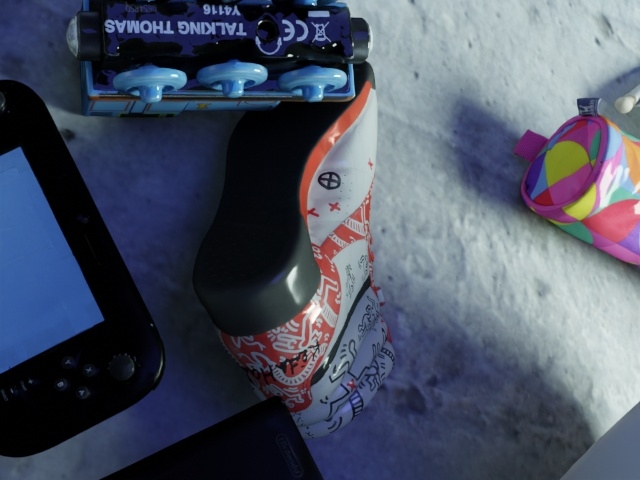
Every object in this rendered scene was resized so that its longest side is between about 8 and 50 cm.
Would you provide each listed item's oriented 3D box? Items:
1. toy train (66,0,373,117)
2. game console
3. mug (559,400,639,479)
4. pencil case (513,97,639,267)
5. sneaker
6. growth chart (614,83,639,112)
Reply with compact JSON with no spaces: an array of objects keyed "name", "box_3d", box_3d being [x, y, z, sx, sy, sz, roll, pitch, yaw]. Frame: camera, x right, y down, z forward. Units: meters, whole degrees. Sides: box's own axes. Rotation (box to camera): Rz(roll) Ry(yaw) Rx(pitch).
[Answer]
[{"name":"toy train","box_3d":[-0.063,-0.117,0.639,0.184,0.105,0.080,-3,85,-18]},{"name":"game console","box_3d":[-0.138,0.084,0.525,0.213,0.044,0.361,-24,74,-17]},{"name":"mug","box_3d":[0.340,0.241,0.679,0.276,0.374,0.328,-38,66,-7]},{"name":"pencil case","box_3d":[0.275,-0.021,0.866,0.236,0.104,0.104,29,60,-24]},{"name":"sneaker","box_3d":[-0.001,0.001,0.683,0.270,0.090,0.145,-74,148,-50]},{"name":"growth chart","box_3d":[0.376,-0.085,0.923,0.237,0.021,0.172,40,45,24]}]
